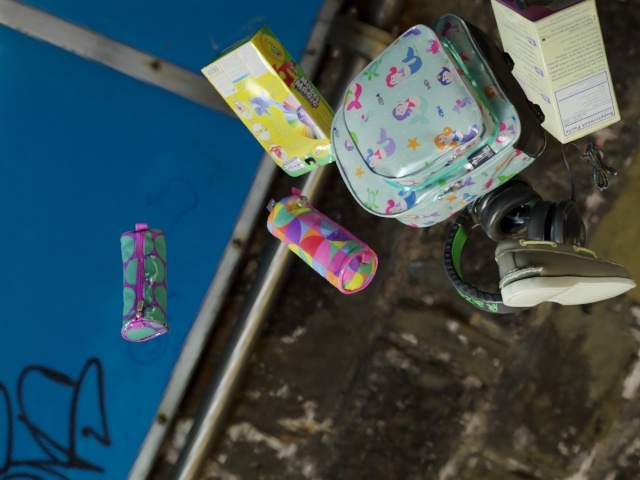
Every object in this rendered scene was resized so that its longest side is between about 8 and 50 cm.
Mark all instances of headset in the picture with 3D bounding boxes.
[{"bbox_3d":[0.412,-0.025,1.849,0.394,0.243,0.185,-50,-41,-7],"label":"headset"}]

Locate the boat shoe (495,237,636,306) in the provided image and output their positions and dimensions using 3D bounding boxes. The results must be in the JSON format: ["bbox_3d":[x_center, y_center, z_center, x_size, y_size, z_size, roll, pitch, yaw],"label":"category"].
[{"bbox_3d":[0.383,0.046,1.500,0.305,0.091,0.109,3,-25,-42],"label":"boat shoe"}]

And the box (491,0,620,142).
[{"bbox_3d":[0.431,-0.338,1.786,0.213,0.117,0.243,-115,3,-62],"label":"box"}]

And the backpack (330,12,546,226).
[{"bbox_3d":[0.136,-0.145,1.279,0.253,0.225,0.191,-38,-26,30],"label":"backpack"}]

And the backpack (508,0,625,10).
[{"bbox_3d":[0.405,-0.431,1.288,0.276,0.264,0.213,148,128,-73],"label":"backpack"}]

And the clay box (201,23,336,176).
[{"bbox_3d":[-0.063,-0.204,1.460,0.127,0.222,0.053,-17,30,46],"label":"clay box"}]

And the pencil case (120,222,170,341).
[{"bbox_3d":[-0.241,0.058,1.325,0.070,0.065,0.151,88,176,-65],"label":"pencil case"}]

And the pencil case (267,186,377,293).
[{"bbox_3d":[0.000,0.000,1.775,0.104,0.236,0.104,-28,-41,-28],"label":"pencil case"}]
